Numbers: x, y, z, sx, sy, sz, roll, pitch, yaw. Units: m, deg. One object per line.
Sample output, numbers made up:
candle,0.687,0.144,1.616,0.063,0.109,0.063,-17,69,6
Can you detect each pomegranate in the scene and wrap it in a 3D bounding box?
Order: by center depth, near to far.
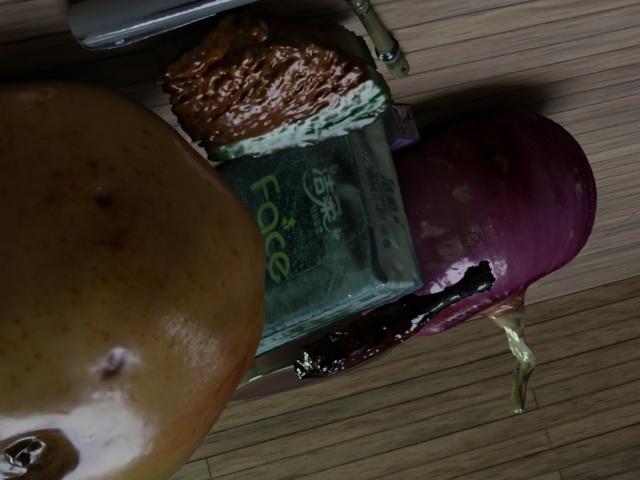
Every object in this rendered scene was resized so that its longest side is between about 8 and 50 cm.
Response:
pomegranate,-0.248,0.043,0.942,0.412,0.411,0.411,-16,166,-4

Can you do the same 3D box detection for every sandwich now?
sandwich,-0.044,-0.154,0.936,0.185,0.109,0.160,-17,146,9

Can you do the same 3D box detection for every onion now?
onion,0.197,-0.003,1.387,0.358,0.345,0.358,-31,-162,11

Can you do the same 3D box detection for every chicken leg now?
chicken leg,0.084,0.093,1.208,0.253,0.051,0.106,-28,172,3

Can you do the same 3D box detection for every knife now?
knife,-0.065,-0.200,0.834,0.266,0.040,0.073,-17,177,0

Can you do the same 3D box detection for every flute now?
flute,0.055,-0.197,1.011,0.027,0.027,0.233,-19,166,11

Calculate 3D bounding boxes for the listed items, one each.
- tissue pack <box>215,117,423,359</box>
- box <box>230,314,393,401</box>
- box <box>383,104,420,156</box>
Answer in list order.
tissue pack,-0.043,0.000,1.244,0.316,0.227,0.103,-27,159,36
box,-0.044,0.127,1.775,0.301,0.216,0.301,-14,165,-4
box,0.064,-0.118,1.280,0.036,0.050,0.117,0,157,-45
